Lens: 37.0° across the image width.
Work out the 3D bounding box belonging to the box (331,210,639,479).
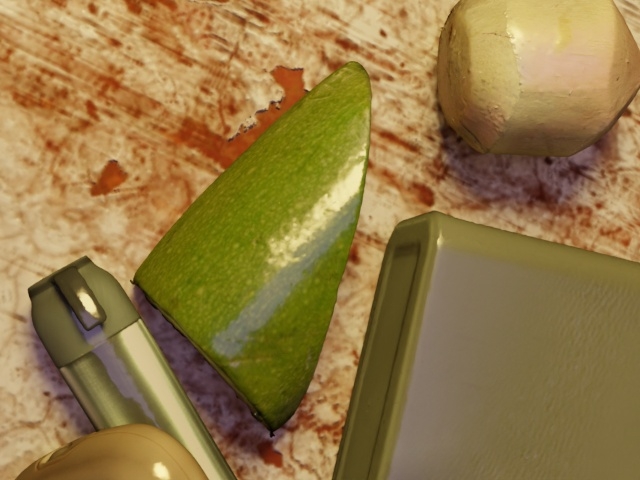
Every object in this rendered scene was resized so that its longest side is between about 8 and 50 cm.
[{"bbox_3d":[0.202,0.180,0.827,0.343,0.177,0.352,14,84,-9],"label":"box"}]

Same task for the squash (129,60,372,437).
[{"bbox_3d":[0.000,0.000,0.821,0.288,0.111,0.203,-43,98,-14],"label":"squash"}]

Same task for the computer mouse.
[{"bbox_3d":[-0.152,0.215,0.720,0.082,0.236,0.145,-29,89,-48],"label":"computer mouse"}]

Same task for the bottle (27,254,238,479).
[{"bbox_3d":[-0.150,0.133,0.782,0.079,0.096,0.254,-31,93,-20],"label":"bottle"}]

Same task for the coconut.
[{"bbox_3d":[0.201,-0.158,0.851,0.182,0.171,0.171,-5,88,-11],"label":"coconut"}]
